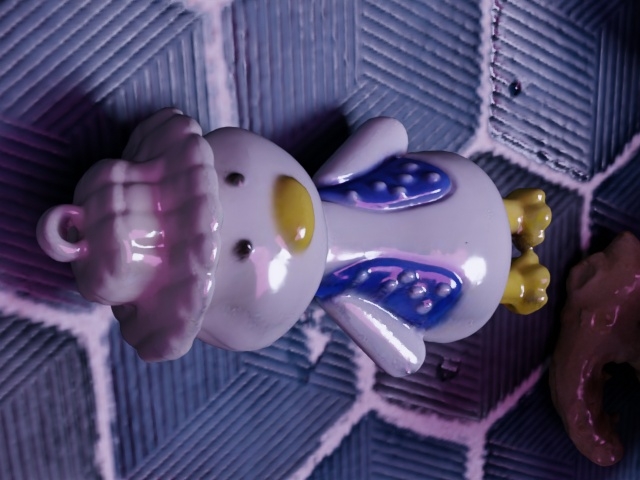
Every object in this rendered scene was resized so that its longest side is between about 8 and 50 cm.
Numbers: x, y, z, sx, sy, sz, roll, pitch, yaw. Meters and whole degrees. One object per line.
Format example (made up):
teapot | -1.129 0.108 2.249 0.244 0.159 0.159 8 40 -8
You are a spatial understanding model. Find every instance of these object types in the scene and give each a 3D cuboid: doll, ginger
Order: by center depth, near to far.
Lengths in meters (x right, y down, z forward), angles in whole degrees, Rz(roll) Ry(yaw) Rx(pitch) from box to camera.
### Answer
doll | 0.000 0.000 0.622 0.293 0.119 0.138 3 81 -32
ginger | 0.262 0.038 0.836 0.259 0.065 0.149 -26 118 -19
